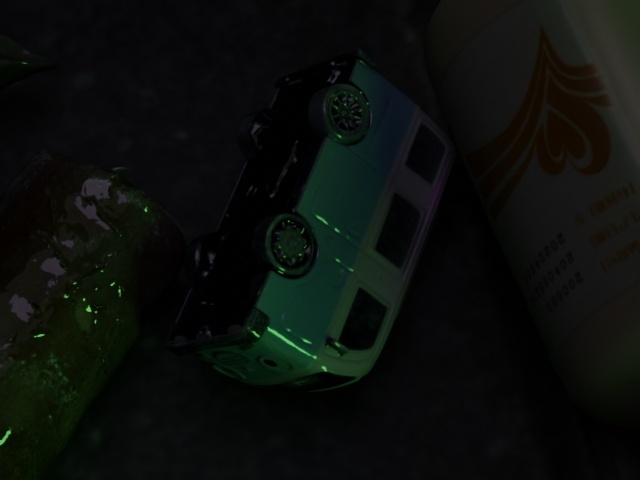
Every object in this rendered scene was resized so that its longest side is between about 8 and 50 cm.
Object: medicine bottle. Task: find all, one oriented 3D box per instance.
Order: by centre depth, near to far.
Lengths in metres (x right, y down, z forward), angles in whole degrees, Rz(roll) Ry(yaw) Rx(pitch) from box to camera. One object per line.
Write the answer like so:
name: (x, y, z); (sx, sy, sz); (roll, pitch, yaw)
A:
medicine bottle: (0.129, 0.010, 0.686); (0.114, 0.114, 0.252); (-19, 67, -7)

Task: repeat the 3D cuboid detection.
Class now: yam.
yam: (-0.112, 0.037, 0.705); (0.079, 0.079, 0.141); (28, 67, 16)

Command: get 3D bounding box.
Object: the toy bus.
toy bus: (0.000, 0.000, 0.720); (0.075, 0.060, 0.123); (35, 63, -26)

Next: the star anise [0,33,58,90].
star anise: (-0.199, -0.065, 0.767); (0.182, 0.065, 0.195); (8, 60, 6)
